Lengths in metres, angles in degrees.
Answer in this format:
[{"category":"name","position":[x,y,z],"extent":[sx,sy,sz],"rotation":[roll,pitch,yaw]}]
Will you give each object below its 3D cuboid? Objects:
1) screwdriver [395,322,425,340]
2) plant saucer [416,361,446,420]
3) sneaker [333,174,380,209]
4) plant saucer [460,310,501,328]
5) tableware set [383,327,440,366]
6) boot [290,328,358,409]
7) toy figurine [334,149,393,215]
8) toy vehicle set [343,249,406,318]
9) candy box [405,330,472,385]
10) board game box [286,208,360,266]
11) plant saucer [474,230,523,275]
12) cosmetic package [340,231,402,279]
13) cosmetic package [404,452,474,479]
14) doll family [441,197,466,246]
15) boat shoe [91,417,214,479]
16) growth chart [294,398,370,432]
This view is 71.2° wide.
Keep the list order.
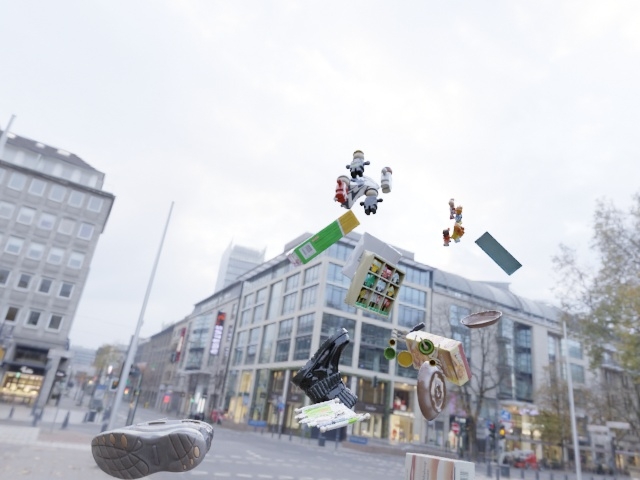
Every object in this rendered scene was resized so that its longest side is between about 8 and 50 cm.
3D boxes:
[{"category":"screwdriver","position":[0.366,0.392,1.884],"extent":[0.169,0.025,0.024],"rotation":[-32,-60,19]},{"category":"plant saucer","position":[0.396,0.526,1.562],"extent":[0.036,0.199,0.198],"rotation":[-12,-29,37]},{"category":"sneaker","position":[0.150,-0.207,1.986],"extent":[0.234,0.094,0.153],"rotation":[-10,-37,-46]},{"category":"plant saucer","position":[0.676,0.334,1.873],"extent":[0.168,0.029,0.168],"rotation":[-17,0,0]},{"category":"tableware set","position":[0.269,0.328,1.320],"extent":[0.154,0.104,0.024],"rotation":[17,-4,19]},{"category":"boot","position":[0.072,0.570,1.886],"extent":[0.260,0.348,0.131],"rotation":[40,-27,14]},{"category":"toy figurine","position":[0.175,-0.229,1.773],"extent":[0.212,0.148,0.210],"rotation":[22,-47,-9]},{"category":"toy vehicle set","position":[0.175,0.142,1.381],"extent":[0.035,0.166,0.266],"rotation":[20,-5,34]},{"category":"candy box","position":[0.551,0.550,2.123],"extent":[0.087,0.183,0.316],"rotation":[-26,12,-25]},{"category":"board game box","position":[0.000,0.000,1.630],"extent":[0.064,0.242,0.316],"rotation":[55,-10,-1]},{"category":"plant saucer","position":[0.681,0.048,1.714],"extent":[0.192,0.018,0.067],"rotation":[45,-64,2]},{"category":"cosmetic package","position":[0.242,0.107,2.097],"extent":[0.138,0.224,0.224],"rotation":[32,1,33]},{"category":"cosmetic package","position":[0.511,1.022,1.939],"extent":[0.129,0.153,0.296],"rotation":[20,-27,-26]},{"category":"doll family","position":[0.679,-0.092,2.222],"extent":[0.118,0.263,0.163],"rotation":[7,-24,22]},{"category":"boat shoe","position":[-0.452,0.561,1.221],"extent":[0.354,0.133,0.130],"rotation":[-6,-2,15]},{"category":"growth chart","position":[0.022,0.521,1.331],"extent":[0.171,0.021,0.237],"rotation":[-9,-3,-22]}]
